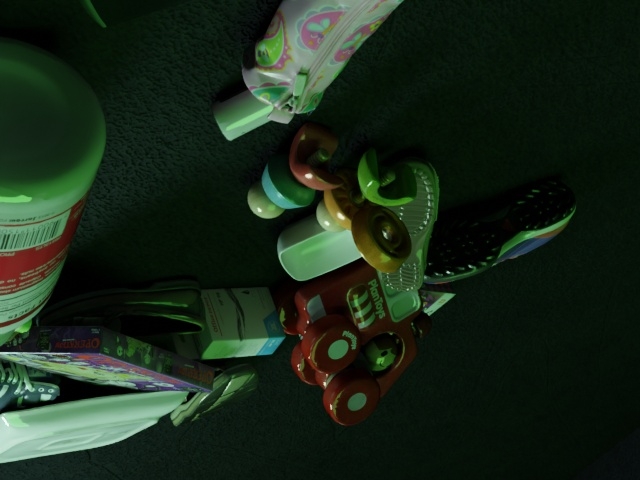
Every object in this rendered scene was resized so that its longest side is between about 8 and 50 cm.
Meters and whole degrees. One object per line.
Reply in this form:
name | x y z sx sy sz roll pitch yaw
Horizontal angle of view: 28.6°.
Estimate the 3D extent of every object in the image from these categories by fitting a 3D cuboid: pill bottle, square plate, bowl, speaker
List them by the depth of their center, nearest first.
pill bottle | -0.405 -0.029 1.481 0.229 0.229 0.408 -6 150 -28
speaker | -0.071 -0.183 1.632 0.136 0.055 0.055 -25 153 8
bowl | 0.000 0.000 2.020 0.142 0.053 0.142 -24 153 4
square plate | -0.444 0.335 2.224 0.344 0.049 0.347 -4 164 -32

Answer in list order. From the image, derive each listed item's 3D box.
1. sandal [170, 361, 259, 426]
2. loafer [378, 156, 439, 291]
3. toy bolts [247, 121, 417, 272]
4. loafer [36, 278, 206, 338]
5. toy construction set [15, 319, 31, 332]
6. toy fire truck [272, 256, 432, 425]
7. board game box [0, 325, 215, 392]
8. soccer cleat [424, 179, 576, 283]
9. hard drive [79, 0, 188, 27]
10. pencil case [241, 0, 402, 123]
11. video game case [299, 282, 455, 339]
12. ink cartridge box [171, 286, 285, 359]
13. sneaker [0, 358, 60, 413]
sandal | -0.217 0.279 2.355 0.120 0.086 0.303 -11 167 -32
loafer | 0.135 -0.037 2.008 0.101 0.092 0.269 9 134 5
toy bolts | 0.009 -0.040 1.819 0.228 0.218 0.158 26 136 -33
loafer | -0.310 0.126 1.990 0.267 0.084 0.096 -11 152 -19
toy construction set | -0.506 0.178 1.737 0.215 0.328 0.151 -7 146 24
toy fire truck | 0.074 0.157 2.180 0.254 0.169 0.302 -29 126 -12
board game box | -0.336 0.189 1.972 0.208 0.056 0.347 -6 162 23
soccer cleat | 0.295 0.005 2.163 0.318 0.109 0.116 -26 153 -13
hard drive | -0.192 -0.323 1.287 0.172 0.054 0.255 -18 153 -6
pencil case | 0.014 -0.264 1.471 0.124 0.124 0.284 2 144 -38
video game case | 0.106 0.134 2.355 0.232 0.042 0.210 9 139 -45
ink cartridge box | -0.160 0.138 2.101 0.180 0.104 0.060 -1 147 -35
sneaker | -0.505 0.205 1.977 0.153 0.099 0.282 -16 160 -1
